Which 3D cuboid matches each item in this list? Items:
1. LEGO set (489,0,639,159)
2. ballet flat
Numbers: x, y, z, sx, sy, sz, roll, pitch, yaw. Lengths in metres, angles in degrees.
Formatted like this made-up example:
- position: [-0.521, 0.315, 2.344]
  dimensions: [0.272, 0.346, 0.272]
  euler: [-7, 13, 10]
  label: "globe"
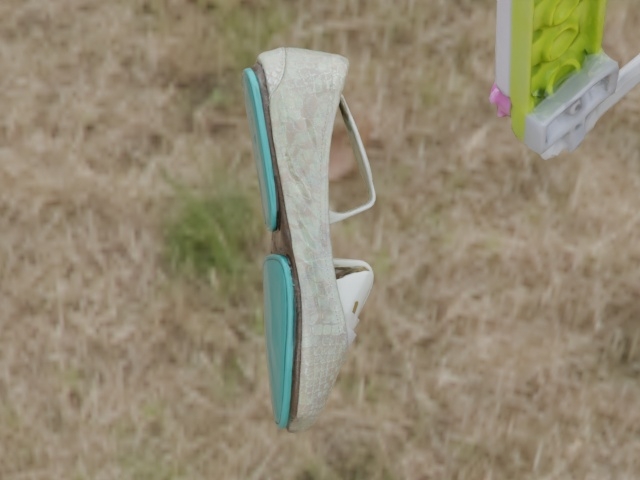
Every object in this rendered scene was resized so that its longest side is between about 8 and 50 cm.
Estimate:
- position: [0.114, -0.019, 0.383]
  dimensions: [0.107, 0.287, 0.132]
  euler: [-40, 42, -18]
  label: "LEGO set"
- position: [0.000, 0.000, 0.784]
  dimensions: [0.052, 0.057, 0.168]
  euler: [-6, 95, -11]
  label: "ballet flat"
